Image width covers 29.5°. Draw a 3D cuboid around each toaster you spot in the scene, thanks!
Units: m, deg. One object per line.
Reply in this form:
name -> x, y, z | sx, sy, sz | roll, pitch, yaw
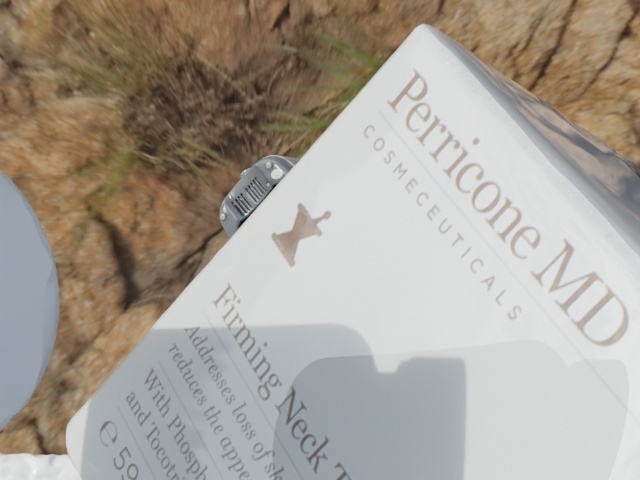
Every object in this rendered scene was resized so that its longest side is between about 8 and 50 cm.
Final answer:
toaster -> 0.000, 0.000, 1.439 | 0.227, 0.146, 0.129 | 50, 115, 16

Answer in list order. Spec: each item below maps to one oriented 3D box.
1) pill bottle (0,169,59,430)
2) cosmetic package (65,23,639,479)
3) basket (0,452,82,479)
pill bottle -> -0.249, 0.037, 0.543 | 0.169, 0.302, 0.169 | 9, 77, -42
cosmetic package -> 0.107, 0.140, 0.832 | 0.393, 0.327, 0.329 | -48, 53, 17
basket -> -0.215, 0.411, 1.337 | 0.328, 0.331, 0.266 | 3, 61, -2
